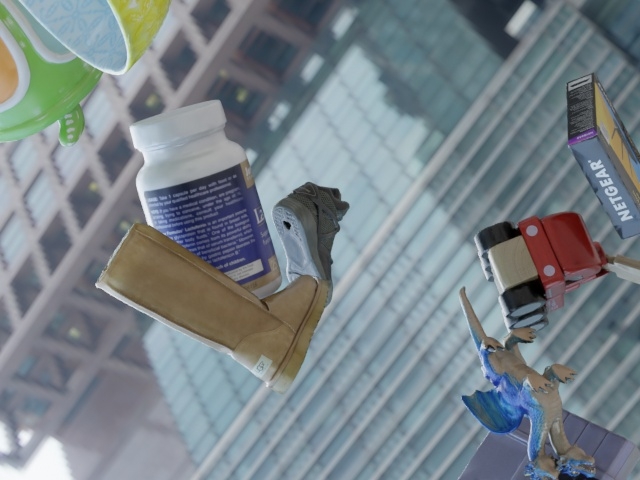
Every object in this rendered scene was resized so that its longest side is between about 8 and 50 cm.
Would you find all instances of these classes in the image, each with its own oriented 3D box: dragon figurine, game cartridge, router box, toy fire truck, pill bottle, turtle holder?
[{"bbox_3d":[0.240,0.192,2.080,0.085,0.144,0.289,-20,-131,-38],"label":"dragon figurine"},{"bbox_3d":[0.255,0.385,2.201,0.068,0.355,0.230,41,168,-34],"label":"game cartridge"},{"bbox_3d":[0.374,-0.108,2.117,0.179,0.046,0.133,54,-152,-33],"label":"router box"},{"bbox_3d":[0.351,0.038,2.175,0.217,0.246,0.159,58,-169,-73],"label":"toy fire truck"},{"bbox_3d":[-0.155,-0.043,2.152,0.153,0.153,0.265,-50,-55,-71],"label":"pill bottle"},{"bbox_3d":[-0.370,-0.283,2.004,0.243,0.320,0.227,20,151,37],"label":"turtle holder"}]

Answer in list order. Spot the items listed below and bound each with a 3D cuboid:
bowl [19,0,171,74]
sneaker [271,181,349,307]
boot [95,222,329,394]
[{"bbox_3d":[-0.238,-0.329,1.670,0.289,0.156,0.289,42,163,16],"label":"bowl"},{"bbox_3d":[0.000,0.000,2.607,0.087,0.228,0.130,16,-134,36],"label":"sneaker"},{"bbox_3d":[-0.129,0.055,2.073,0.269,0.089,0.236,32,-154,-7],"label":"boot"}]
